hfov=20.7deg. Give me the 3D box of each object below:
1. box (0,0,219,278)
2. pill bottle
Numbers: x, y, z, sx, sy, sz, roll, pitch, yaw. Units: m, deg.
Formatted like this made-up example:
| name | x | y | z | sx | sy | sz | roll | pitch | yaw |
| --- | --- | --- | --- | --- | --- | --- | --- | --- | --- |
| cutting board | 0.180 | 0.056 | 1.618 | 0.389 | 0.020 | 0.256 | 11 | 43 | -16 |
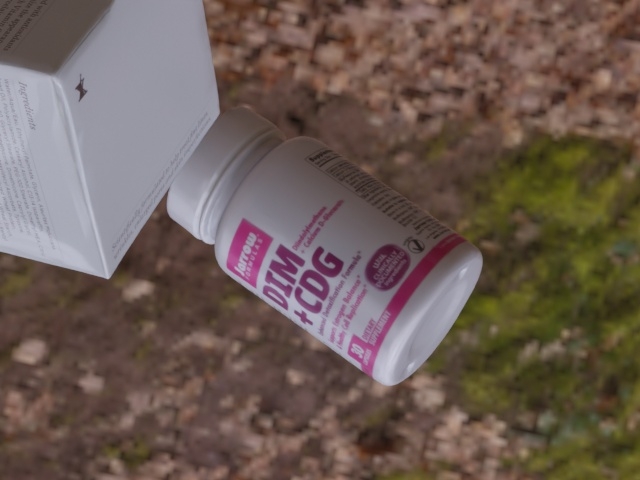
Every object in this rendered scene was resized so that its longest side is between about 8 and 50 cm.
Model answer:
| name | x | y | z | sx | sy | sz | roll | pitch | yaw |
| --- | --- | --- | --- | --- | --- | --- | --- | --- | --- |
| box | -0.164 | -0.106 | 1.161 | 0.119 | 0.181 | 0.182 | 14 | 138 | 19 |
| pill bottle | 0.000 | 0.000 | 1.701 | 0.283 | 0.160 | 0.160 | 34 | 180 | 16 |
